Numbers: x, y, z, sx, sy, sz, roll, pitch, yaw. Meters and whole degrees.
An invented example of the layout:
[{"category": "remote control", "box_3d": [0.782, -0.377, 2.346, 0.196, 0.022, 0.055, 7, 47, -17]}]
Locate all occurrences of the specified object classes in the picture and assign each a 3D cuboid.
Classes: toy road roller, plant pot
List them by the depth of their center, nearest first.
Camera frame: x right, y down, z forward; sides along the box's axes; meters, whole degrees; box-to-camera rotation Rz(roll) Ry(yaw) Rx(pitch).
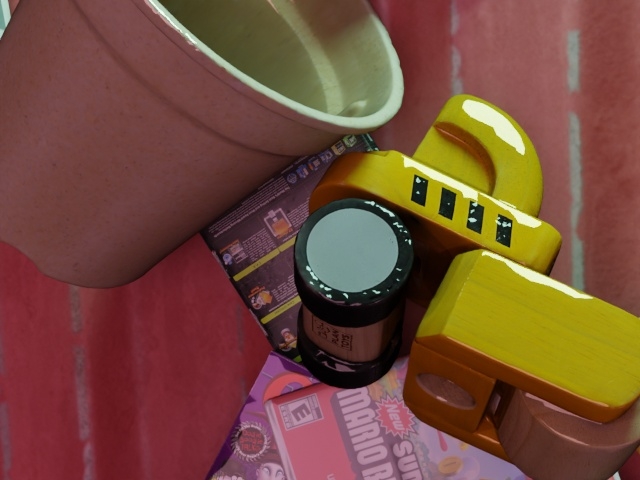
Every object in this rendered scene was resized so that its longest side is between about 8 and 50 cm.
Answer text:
[{"category": "toy road roller", "box_3d": [0.141, 0.030, 0.972, 0.330, 0.202, 0.240, 27, 67, 13]}, {"category": "plant pot", "box_3d": [-0.153, -0.129, 1.017, 0.334, 0.334, 0.305, 49, 119, 4]}]

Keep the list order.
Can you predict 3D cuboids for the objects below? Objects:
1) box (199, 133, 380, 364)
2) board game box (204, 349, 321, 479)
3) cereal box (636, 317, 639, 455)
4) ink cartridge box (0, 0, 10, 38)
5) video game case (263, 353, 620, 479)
[{"category": "box", "box_3d": [0.000, 0.000, 1.129, 0.191, 0.045, 0.184, -34, 91, 13]}, {"category": "board game box", "box_3d": [0.061, 0.271, 1.088, 0.347, 0.056, 0.208, 26, 82, 4]}, {"category": "cereal box", "box_3d": [0.359, 0.120, 1.004, 0.173, 0.047, 0.240, 55, 134, 3]}, {"category": "ink cartridge box", "box_3d": [-0.427, -0.238, 1.157, 0.207, 0.119, 0.353, -8, 93, 13]}, {"category": "video game case", "box_3d": [0.113, 0.200, 1.057, 0.285, 0.025, 0.204, -18, 84, 0]}]
